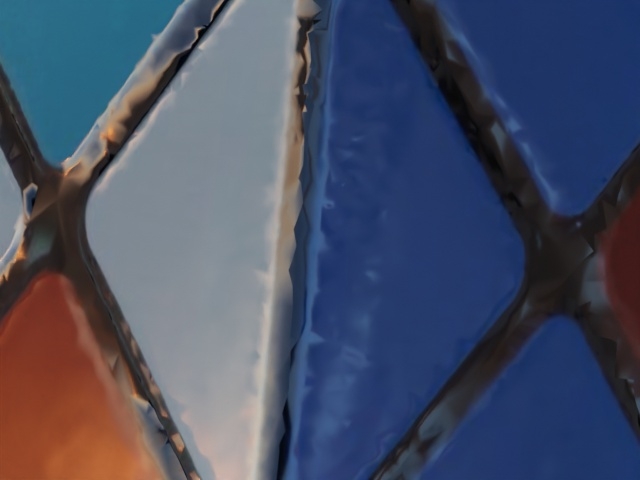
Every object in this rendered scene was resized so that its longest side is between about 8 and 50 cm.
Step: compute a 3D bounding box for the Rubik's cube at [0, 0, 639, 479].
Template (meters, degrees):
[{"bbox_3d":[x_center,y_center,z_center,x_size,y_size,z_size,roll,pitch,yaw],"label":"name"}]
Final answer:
[{"bbox_3d":[0.000,0.000,0.680,0.248,0.250,0.246,5,91,-43],"label":"Rubik's cube"}]
